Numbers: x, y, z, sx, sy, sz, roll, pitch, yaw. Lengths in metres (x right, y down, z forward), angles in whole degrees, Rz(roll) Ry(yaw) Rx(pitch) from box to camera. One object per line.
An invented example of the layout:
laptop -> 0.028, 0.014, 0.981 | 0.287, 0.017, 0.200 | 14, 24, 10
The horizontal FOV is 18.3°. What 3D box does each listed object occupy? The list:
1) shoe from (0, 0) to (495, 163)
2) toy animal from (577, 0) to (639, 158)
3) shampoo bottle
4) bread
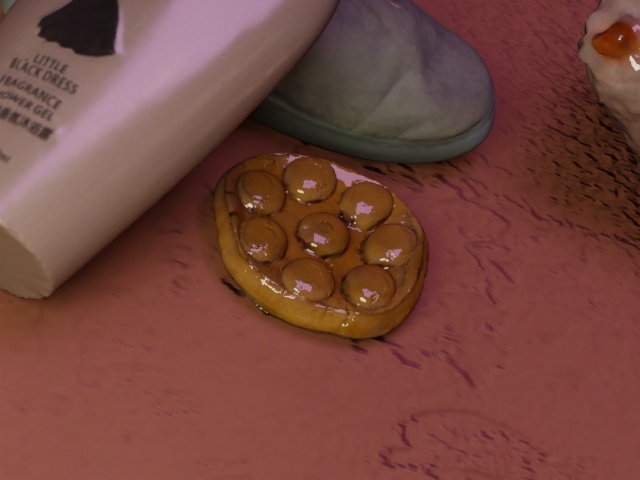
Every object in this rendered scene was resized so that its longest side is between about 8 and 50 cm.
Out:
shoe -> -0.024, -0.113, 0.956 | 0.251, 0.100, 0.103 | 11, 41, -15
toy animal -> 0.283, -0.091, 1.038 | 0.358, 0.188, 0.226 | -10, 45, -37
shampoo bottle -> -0.068, -0.092, 0.843 | 0.127, 0.078, 0.257 | 22, 60, 28
bread -> 0.000, 0.000, 0.900 | 0.110, 0.024, 0.110 | 15, 39, -13
